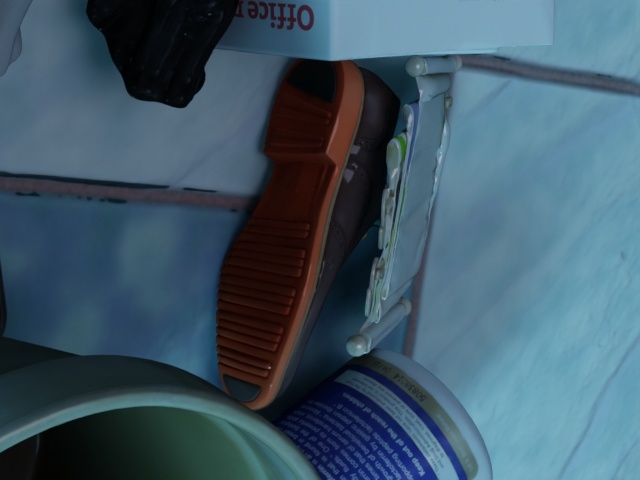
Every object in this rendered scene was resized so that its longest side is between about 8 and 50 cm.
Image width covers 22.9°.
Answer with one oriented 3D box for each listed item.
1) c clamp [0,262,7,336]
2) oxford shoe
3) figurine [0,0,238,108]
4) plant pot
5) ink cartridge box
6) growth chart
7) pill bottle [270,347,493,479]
[{"bbox_3d":[-0.271,0.018,1.030,0.137,0.022,0.161,-23,110,-36],"label":"c clamp"},{"bbox_3d":[0.000,0.000,1.178,0.098,0.097,0.271,19,88,-44],"label":"oxford shoe"},{"bbox_3d":[-0.131,-0.193,0.965,0.214,0.092,0.209,6,139,-30],"label":"figurine"},{"bbox_3d":[-0.195,0.185,0.938,0.323,0.280,0.323,-15,117,-32],"label":"plant pot"},{"bbox_3d":[0.028,-0.265,1.078,0.197,0.198,0.270,-9,104,-35],"label":"ink cartridge box"},{"bbox_3d":[0.067,-0.032,1.208,0.172,0.021,0.237,-5,107,-74],"label":"growth chart"},{"bbox_3d":[-0.011,0.211,1.172,0.264,0.153,0.153,-36,118,-26],"label":"pill bottle"}]
